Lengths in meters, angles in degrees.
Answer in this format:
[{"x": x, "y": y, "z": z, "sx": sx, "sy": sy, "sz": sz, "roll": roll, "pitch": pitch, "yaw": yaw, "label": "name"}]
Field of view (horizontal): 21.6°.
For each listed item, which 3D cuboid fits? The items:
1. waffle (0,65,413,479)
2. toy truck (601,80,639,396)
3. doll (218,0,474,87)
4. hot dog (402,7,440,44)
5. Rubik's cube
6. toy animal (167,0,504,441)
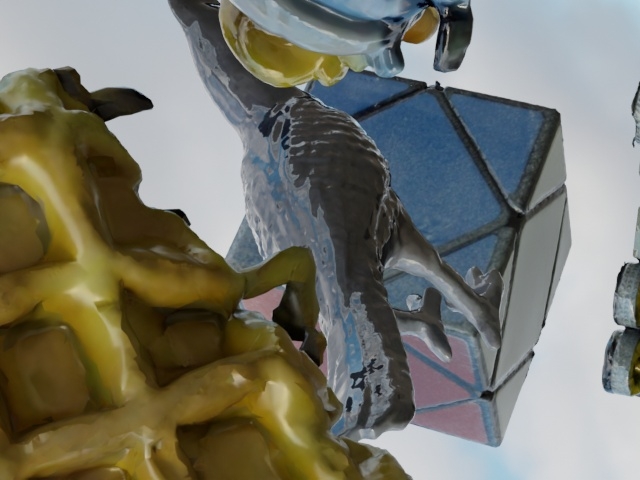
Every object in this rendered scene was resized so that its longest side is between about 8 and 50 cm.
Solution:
[{"x": -0.119, "y": 0.088, "z": 0.459, "sx": 0.329, "sy": 0.329, "sz": 0.062, "roll": 62, "pitch": 169, "yaw": 4, "label": "waffle"}, {"x": 0.226, "y": 0.007, "z": 0.954, "sx": 0.114, "sy": 0.098, "sz": 0.227, "roll": -19, "pitch": -64, "yaw": -61, "label": "toy truck"}, {"x": 0.042, "y": -0.165, "z": 0.531, "sx": 0.141, "sy": 0.314, "sz": 0.177, "roll": -27, "pitch": -102, "yaw": -38, "label": "doll"}, {"x": 0.007, "y": -0.214, "z": 1.160, "sx": 0.236, "sy": 0.062, "sz": 0.092, "roll": 41, "pitch": -170, "yaw": -42, "label": "hot dog"}, {"x": 0.069, "y": 0.010, "z": 1.313, "sx": 0.207, "sy": 0.205, "sz": 0.205, "roll": 68, "pitch": -139, "yaw": -57, "label": "Rubik's cube"}, {"x": 0.017, "y": 0.004, "z": 0.867, "sx": 0.206, "sy": 0.081, "sz": 0.367, "roll": 36, "pitch": -157, "yaw": -42, "label": "toy animal"}]
